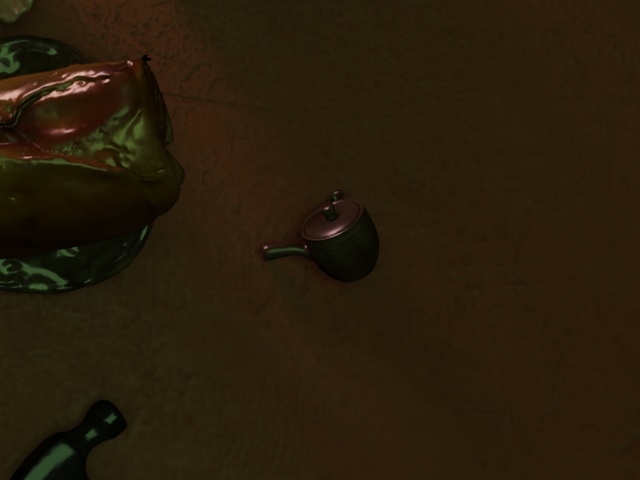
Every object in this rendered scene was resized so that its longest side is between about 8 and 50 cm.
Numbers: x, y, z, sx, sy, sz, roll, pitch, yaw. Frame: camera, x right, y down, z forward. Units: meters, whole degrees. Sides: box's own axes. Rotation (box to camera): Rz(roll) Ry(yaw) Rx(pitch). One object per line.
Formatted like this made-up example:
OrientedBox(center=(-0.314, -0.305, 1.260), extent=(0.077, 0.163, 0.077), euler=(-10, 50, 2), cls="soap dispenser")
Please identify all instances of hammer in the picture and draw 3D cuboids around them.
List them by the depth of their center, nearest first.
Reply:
OrientedBox(center=(-0.124, 0.361, 1.434), extent=(0.168, 0.044, 0.440), euler=(-41, 99, -14), cls="hammer")

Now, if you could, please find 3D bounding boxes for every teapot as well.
OrientedBox(center=(0.000, 0.000, 1.482), extent=(0.110, 0.085, 0.080), euler=(-20, 120, 12), cls="teapot")

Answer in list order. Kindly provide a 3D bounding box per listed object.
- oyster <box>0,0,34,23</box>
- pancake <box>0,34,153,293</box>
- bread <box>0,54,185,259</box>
OrientedBox(center=(-0.377, -0.337, 1.349), extent=(0.341, 0.110, 0.166), euler=(29, 85, -16), cls="oyster")
OrientedBox(center=(-0.261, -0.062, 1.406), extent=(0.241, 0.050, 0.242), euler=(0, 88, -4), cls="pancake")
OrientedBox(center=(-0.286, -0.055, 1.286), extent=(0.343, 0.195, 0.149), euler=(-7, 86, -1), cls="bread")
